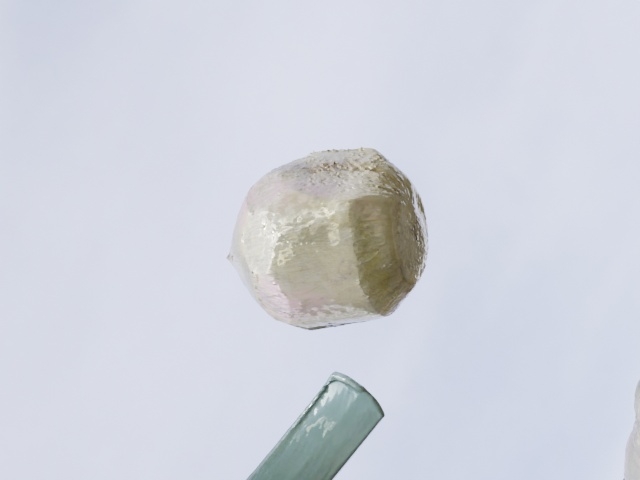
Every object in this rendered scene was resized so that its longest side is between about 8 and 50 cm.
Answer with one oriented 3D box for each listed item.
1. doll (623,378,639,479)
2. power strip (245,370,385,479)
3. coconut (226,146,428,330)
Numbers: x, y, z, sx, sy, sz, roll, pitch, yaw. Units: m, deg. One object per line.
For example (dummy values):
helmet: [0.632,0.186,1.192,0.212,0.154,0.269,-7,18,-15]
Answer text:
doll: [0.301,0.176,1.616,0.095,0.149,0.192,-6,-61,-14]
power strip: [-0.054,0.212,1.422,0.253,0.054,0.167,-49,-7,-23]
coconut: [0.000,0.000,1.195,0.110,0.124,0.110,-5,-90,-68]
